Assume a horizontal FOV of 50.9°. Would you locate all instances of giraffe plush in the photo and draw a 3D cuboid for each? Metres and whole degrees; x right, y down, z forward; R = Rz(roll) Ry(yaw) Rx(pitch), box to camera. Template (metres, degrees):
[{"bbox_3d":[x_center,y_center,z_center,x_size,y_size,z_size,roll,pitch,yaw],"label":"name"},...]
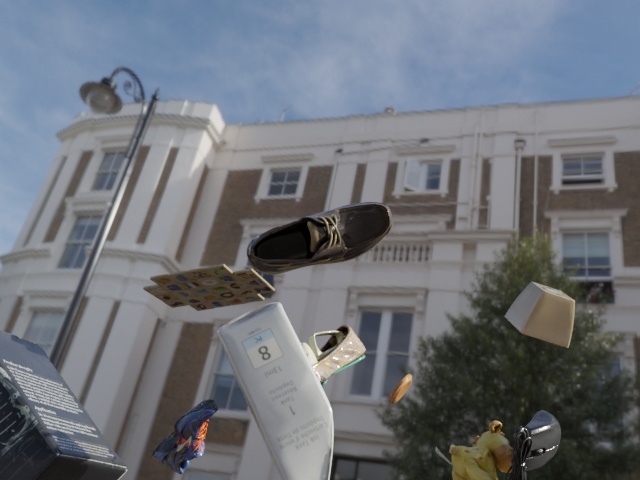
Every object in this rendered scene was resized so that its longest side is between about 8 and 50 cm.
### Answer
[{"bbox_3d":[0.430,0.570,1.734,0.171,0.210,0.181,-29,-29,-22],"label":"giraffe plush"}]

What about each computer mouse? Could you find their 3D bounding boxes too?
[{"bbox_3d":[0.538,0.514,1.660,0.072,0.188,0.272,13,16,32],"label":"computer mouse"}]

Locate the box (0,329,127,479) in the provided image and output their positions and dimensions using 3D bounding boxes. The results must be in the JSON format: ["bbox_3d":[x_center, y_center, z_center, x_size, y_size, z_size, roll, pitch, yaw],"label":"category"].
[{"bbox_3d":[-0.830,0.545,1.641,0.472,0.480,0.297,40,-7,30],"label":"box"}]

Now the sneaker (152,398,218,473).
[{"bbox_3d":[-0.284,0.435,1.495,0.087,0.083,0.221,42,-62,8],"label":"sneaker"}]

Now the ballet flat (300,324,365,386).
[{"bbox_3d":[-0.017,0.266,1.478,0.108,0.106,0.316,-21,1,35],"label":"ballet flat"}]

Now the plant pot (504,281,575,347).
[{"bbox_3d":[0.467,0.148,1.404,0.109,0.096,0.109,18,10,-7],"label":"plant pot"}]

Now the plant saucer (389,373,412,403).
[{"bbox_3d":[0.195,0.358,1.614,0.013,0.083,0.083,36,-21,23],"label":"plant saucer"}]

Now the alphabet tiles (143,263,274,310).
[{"bbox_3d":[-0.322,0.141,1.955,0.343,0.011,0.285,-10,-26,16],"label":"alphabet tiles"}]

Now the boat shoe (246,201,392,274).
[{"bbox_3d":[0.000,0.000,1.556,0.356,0.132,0.130,-20,-3,1],"label":"boat shoe"}]

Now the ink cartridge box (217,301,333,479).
[{"bbox_3d":[-0.002,0.298,0.843,0.091,0.384,0.308,-25,-20,-12],"label":"ink cartridge box"}]
